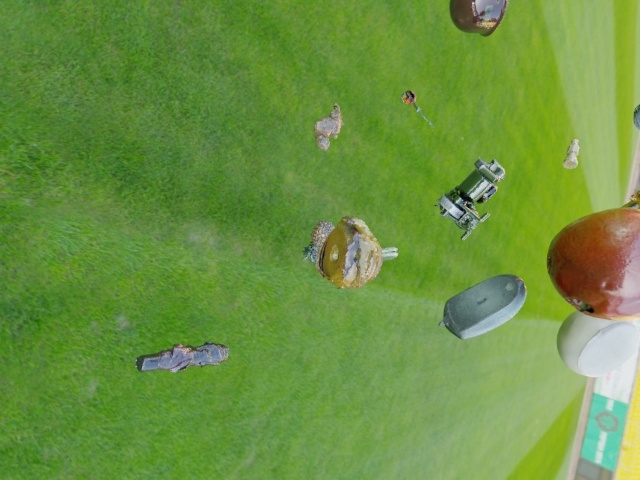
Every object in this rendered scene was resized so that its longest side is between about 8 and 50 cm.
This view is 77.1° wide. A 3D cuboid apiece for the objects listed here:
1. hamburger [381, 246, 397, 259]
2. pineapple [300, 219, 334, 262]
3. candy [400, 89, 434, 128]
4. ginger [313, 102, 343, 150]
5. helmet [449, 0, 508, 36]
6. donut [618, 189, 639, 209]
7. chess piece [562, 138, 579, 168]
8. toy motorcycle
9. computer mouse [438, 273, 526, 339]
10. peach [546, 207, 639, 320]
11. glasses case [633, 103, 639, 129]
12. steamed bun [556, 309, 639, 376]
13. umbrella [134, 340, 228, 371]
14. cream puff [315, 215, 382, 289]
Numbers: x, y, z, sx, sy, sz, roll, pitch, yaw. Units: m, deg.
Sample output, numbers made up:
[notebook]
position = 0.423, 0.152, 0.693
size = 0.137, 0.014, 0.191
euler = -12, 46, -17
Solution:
[hamburger]
position = 0.305, 0.057, 1.801
size = 0.121, 0.084, 0.054
euler = 33, 52, -69
[pineapple]
position = -0.001, 0.000, 1.521
size = 0.103, 0.083, 0.221
euler = -30, 161, -38
[candy]
position = 0.366, -0.486, 1.494
size = 0.055, 0.185, 0.049
euler = -30, 164, -7
[ginger]
position = 0.033, -0.476, 1.700
size = 0.290, 0.084, 0.122
euler = -62, 150, -45
[helmet]
position = 0.389, -0.605, 1.042
size = 0.175, 0.106, 0.155
euler = 76, -7, -70
[donut]
position = 1.195, -0.113, 1.421
size = 0.377, 0.163, 0.435
euler = -29, 160, -8
[chess piece]
position = 0.717, -0.251, 1.145
size = 0.035, 0.035, 0.092
euler = 47, 59, -45
[toy motorcycle]
position = 0.417, -0.126, 1.092
size = 0.205, 0.127, 0.275
euler = -48, 173, 21
[computer mouse]
position = 0.397, 0.165, 0.981
size = 0.068, 0.229, 0.113
euler = 31, 34, -37
[peach]
position = 0.637, 0.053, 0.883
size = 0.281, 0.281, 0.238
euler = -47, 137, -33
[glasses case]
position = 0.987, -0.346, 1.040
size = 0.109, 0.282, 0.067
euler = 39, 64, -36
[steamed bun]
position = 0.833, 0.296, 1.238
size = 0.231, 0.145, 0.232
euler = -6, 118, -11
[umbrella]
position = -0.457, 0.392, 1.354
size = 0.326, 0.090, 0.094
euler = 11, 65, -48
[cream puff]
position = 0.056, 0.024, 0.732
size = 0.104, 0.119, 0.133
euler = 17, 60, -25
